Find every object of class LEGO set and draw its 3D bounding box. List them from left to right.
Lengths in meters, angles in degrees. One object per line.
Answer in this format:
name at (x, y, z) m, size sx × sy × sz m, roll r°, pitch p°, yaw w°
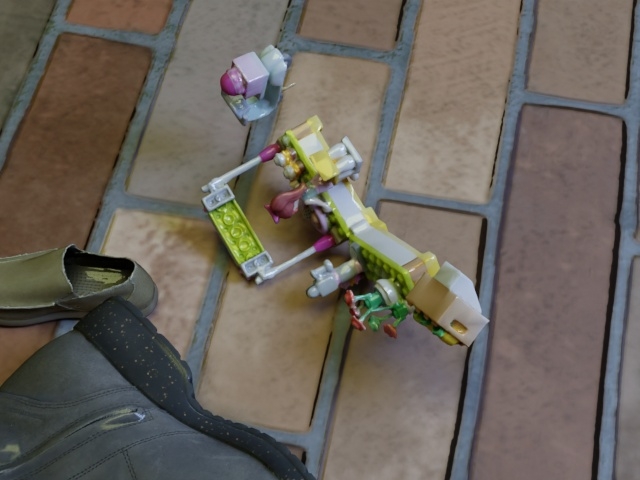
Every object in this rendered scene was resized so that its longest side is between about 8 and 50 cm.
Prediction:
LEGO set at (0.000, 0.000, 1.207) m, size 0.107 × 0.132 × 0.287 m, roll -29°, pitch 62°, yaw -14°

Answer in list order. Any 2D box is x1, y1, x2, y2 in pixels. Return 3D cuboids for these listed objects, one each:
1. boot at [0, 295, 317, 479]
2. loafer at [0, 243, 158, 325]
boot at (-0.131, 0.196, 1.050) m, size 0.223 × 0.118 × 0.338 m, roll -33°, pitch 47°, yaw -23°
loafer at (-0.194, 0.028, 1.216) m, size 0.148 × 0.050 × 0.056 m, roll -2°, pitch 49°, yaw -3°
